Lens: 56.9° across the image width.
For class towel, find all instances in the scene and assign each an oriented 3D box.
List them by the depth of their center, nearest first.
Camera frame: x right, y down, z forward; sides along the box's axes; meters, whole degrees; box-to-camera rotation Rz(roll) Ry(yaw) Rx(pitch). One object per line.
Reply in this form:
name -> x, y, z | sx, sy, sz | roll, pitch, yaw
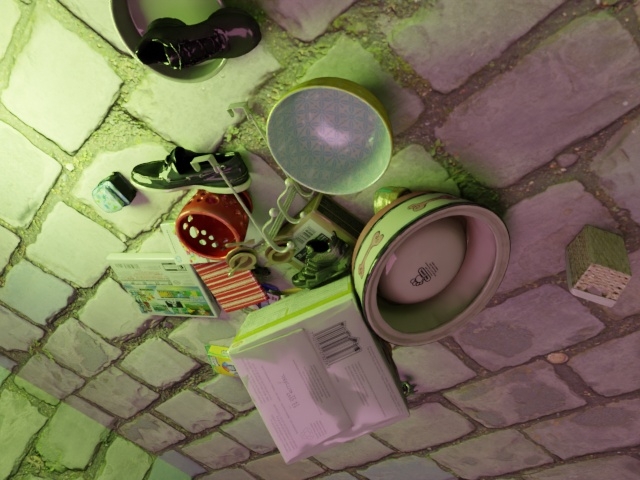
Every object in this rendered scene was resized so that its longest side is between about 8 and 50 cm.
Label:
towel -> -0.303, 0.099, 1.887 | 0.199, 0.031, 0.275 | -19, 111, 34

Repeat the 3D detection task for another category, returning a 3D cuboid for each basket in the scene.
basket -> 0.670, 0.058, 1.427 | 0.113, 0.167, 0.103 | 19, 132, 2

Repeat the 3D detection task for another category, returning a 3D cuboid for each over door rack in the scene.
over door rack -> -0.135, -0.161, 1.456 | 0.108, 0.239, 0.324 | -19, 125, 37

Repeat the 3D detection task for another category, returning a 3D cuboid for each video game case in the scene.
video game case -> -0.547, 0.159, 2.078 | 0.329, 0.036, 0.300 | -1, 133, 20

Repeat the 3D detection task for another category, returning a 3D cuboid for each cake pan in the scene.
cake pan -> -0.329, -0.497, 1.330 | 0.293, 0.054, 0.293 | 11, 136, 11

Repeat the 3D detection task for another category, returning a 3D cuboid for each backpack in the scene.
backpack -> -0.632, -0.135, 1.782 | 0.114, 0.084, 0.105 | -19, 122, 38

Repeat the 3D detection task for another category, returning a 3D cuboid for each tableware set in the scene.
tableware set -> -0.162, 0.048, 1.624 | 0.194, 0.039, 0.128 | -9, 142, -13

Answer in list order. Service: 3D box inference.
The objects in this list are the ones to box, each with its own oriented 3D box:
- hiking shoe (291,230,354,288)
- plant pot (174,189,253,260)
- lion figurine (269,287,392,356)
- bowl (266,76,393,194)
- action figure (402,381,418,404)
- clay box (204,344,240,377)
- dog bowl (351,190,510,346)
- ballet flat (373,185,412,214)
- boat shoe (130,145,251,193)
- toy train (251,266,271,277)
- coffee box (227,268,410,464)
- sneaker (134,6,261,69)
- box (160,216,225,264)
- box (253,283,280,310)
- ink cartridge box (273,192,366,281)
hiking shoe -> -0.009, 0.049, 1.619 | 0.227, 0.086, 0.114 | -32, 103, 34
plant pot -> -0.286, -0.066, 1.654 | 0.191, 0.174, 0.191 | 11, 136, 11
lion figurine -> 0.036, 0.262, 1.799 | 0.240, 0.142, 0.392 | -24, 115, 28
bowl -> 0.037, -0.262, 1.351 | 0.289, 0.156, 0.289 | 11, 136, 11
action figure -> 0.222, 0.517, 2.101 | 0.185, 0.099, 0.285 | -31, 121, 30
clay box -> -0.347, 0.475, 2.303 | 0.222, 0.053, 0.127 | 5, 134, 15
dog bowl -> 0.258, 0.057, 1.464 | 0.408, 0.150, 0.408 | -13, 126, -19
ballet flat -> 0.217, -0.005, 1.585 | 0.123, 0.123, 0.348 | -2, 133, 23
boat shoe -> -0.359, -0.199, 1.586 | 0.340, 0.127, 0.113 | 7, 132, 14
toy train -> -0.235, 0.095, 1.901 | 0.158, 0.027, 0.036 | 11, 139, 11
coffee box -> 0.002, 0.320, 1.583 | 0.338, 0.334, 0.337 | -25, 98, 6
sneaker -> -0.262, -0.413, 1.255 | 0.286, 0.130, 0.109 | -2, 130, 21
box -> -0.391, -0.001, 1.823 | 0.186, 0.038, 0.145 | -5, 113, 30
box -> -0.180, 0.200, 1.985 | 0.081, 0.028, 0.136 | 17, 138, 4
ink cartridge box -> 0.000, 0.000, 1.676 | 0.193, 0.088, 0.235 | 36, 134, -14
